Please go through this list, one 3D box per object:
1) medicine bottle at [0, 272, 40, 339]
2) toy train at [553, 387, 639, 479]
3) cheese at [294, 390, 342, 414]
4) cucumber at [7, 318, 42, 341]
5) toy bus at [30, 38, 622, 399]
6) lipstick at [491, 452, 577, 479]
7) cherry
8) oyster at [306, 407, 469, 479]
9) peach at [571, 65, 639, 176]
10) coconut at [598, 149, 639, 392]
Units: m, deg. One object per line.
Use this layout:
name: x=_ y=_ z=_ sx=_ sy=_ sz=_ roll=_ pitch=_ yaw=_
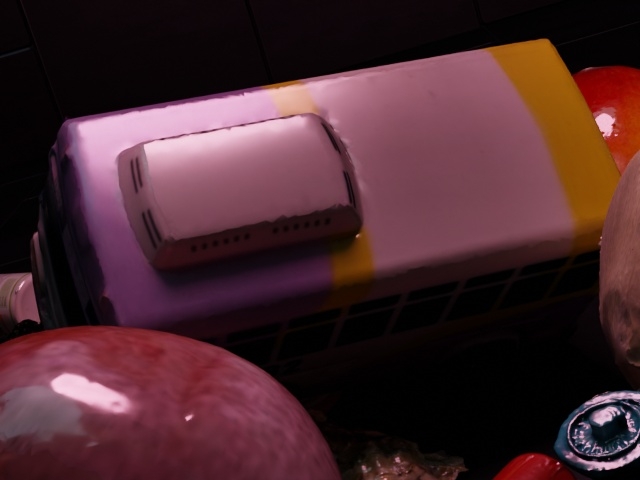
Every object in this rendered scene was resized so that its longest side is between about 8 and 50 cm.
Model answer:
medicine bottle: x=-0.414 y=0.085 z=1.646 sx=0.183 sy=0.086 sz=0.086 roll=-5 pitch=20 yaw=39
toy train: x=0.200 y=0.156 z=0.689 sx=0.154 sy=0.107 sz=0.198 roll=-6 pitch=35 yaw=30
cheese: x=-0.053 y=0.096 z=1.169 sx=0.155 sy=0.062 sz=0.244 roll=7 pitch=35 yaw=-3
cucumber: x=-0.323 y=0.131 z=1.468 sx=0.053 sy=0.053 sz=0.181 roll=-21 pitch=18 yaw=-15
toy bus: x=0.000 y=0.000 z=1.018 sx=0.440 sy=0.209 sz=0.249 roll=-11 pitch=-26 yaw=-16
lipstick: x=0.064 y=0.218 z=0.728 sx=0.073 sy=0.073 sz=0.280 roll=-3 pitch=22 yaw=41
cherry: x=-0.114 y=0.164 z=0.763 sx=0.307 sy=0.221 sz=0.261 roll=26 pitch=9 yaw=-19
oyster: x=0.022 y=0.171 z=0.970 sx=0.166 sy=0.053 sz=0.108 roll=4 pitch=35 yaw=35
peach: x=0.306 y=-0.063 z=1.331 sx=0.190 sy=0.226 sz=0.196 roll=10 pitch=-33 yaw=-21
coconut: x=0.291 y=0.030 z=0.829 sx=0.247 sy=0.245 sz=0.245 roll=-14 pitch=15 yaw=-13
